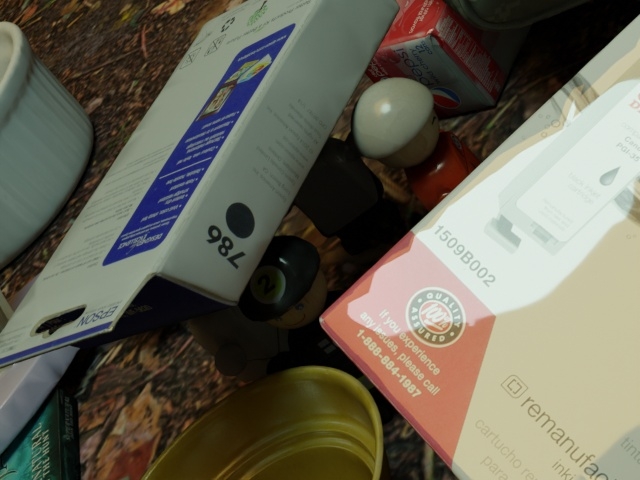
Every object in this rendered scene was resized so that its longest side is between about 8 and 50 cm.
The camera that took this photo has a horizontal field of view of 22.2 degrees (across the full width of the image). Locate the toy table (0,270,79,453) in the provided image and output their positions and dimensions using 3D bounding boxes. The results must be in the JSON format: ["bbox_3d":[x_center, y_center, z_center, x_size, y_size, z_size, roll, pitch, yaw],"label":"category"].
[{"bbox_3d":[-0.313,0.073,1.345,0.252,0.161,0.274,-30,25,31],"label":"toy table"}]

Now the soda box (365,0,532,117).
[{"bbox_3d":[0.125,-0.218,1.275,0.092,0.083,0.263,-9,44,46],"label":"soda box"}]

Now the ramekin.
[{"bbox_3d":[-0.361,-0.077,1.656,0.277,0.135,0.277,-32,32,23],"label":"ramekin"}]

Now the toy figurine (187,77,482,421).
[{"bbox_3d":[0.000,0.000,1.088,0.209,0.148,0.213,7,57,55],"label":"toy figurine"}]

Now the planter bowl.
[{"bbox_3d":[-0.026,0.186,0.942,0.217,0.090,0.217,-31,32,22],"label":"planter bowl"}]

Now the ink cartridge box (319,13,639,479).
[{"bbox_3d":[0.175,0.022,0.788,0.283,0.117,0.207,-44,60,1],"label":"ink cartridge box"}]

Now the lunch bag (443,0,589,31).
[{"bbox_3d":[0.162,-0.308,1.138,0.305,0.212,0.256,-23,35,-11],"label":"lunch bag"}]

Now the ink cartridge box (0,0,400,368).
[{"bbox_3d":[-0.080,-0.035,1.031,0.165,0.065,0.332,-17,35,48],"label":"ink cartridge box"}]

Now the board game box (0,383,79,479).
[{"bbox_3d":[-0.238,0.206,1.251,0.126,0.026,0.186,-37,30,12],"label":"board game box"}]
